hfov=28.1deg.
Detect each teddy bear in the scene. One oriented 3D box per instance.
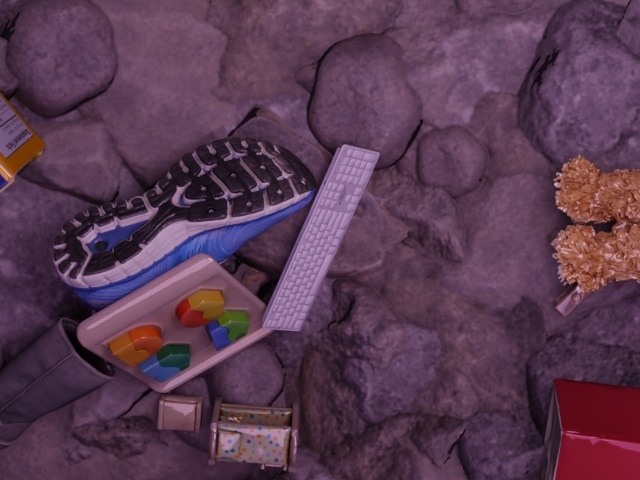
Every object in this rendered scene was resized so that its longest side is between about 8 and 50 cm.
[{"bbox_3d":[0.439,-0.012,1.538,0.338,0.113,0.245,21,63,-1],"label":"teddy bear"}]

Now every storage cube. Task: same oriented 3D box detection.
[{"bbox_3d":[0.379,0.298,1.601,0.193,0.215,0.183,7,105,5],"label":"storage cube"}]

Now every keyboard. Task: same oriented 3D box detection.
[{"bbox_3d":[0.000,0.000,1.597,0.072,0.014,0.256,11,109,-43],"label":"keyboard"}]

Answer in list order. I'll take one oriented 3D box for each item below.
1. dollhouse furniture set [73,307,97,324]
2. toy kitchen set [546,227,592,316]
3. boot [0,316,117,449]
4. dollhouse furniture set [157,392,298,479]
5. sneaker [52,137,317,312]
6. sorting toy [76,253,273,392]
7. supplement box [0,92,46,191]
[{"bbox_3d":[-0.249,0.094,1.643,0.114,0.091,0.081,22,62,-28],"label":"dollhouse furniture set"},{"bbox_3d":[0.305,0.044,1.602,0.083,0.068,0.075,42,101,-10],"label":"toy kitchen set"},{"bbox_3d":[-0.387,0.160,1.598,0.190,0.076,0.208,40,125,-23],"label":"boot"},{"bbox_3d":[-0.124,0.296,1.648,0.182,0.101,0.160,4,105,-2],"label":"dollhouse furniture set"},{"bbox_3d":[-0.159,-0.011,1.568,0.330,0.129,0.147,-24,147,-9],"label":"sneaker"},{"bbox_3d":[-0.170,0.113,1.574,0.193,0.038,0.208,-30,147,7],"label":"sorting toy"},{"bbox_3d":[-0.520,-0.167,1.476,0.195,0.194,0.356,-38,102,8],"label":"supplement box"}]
